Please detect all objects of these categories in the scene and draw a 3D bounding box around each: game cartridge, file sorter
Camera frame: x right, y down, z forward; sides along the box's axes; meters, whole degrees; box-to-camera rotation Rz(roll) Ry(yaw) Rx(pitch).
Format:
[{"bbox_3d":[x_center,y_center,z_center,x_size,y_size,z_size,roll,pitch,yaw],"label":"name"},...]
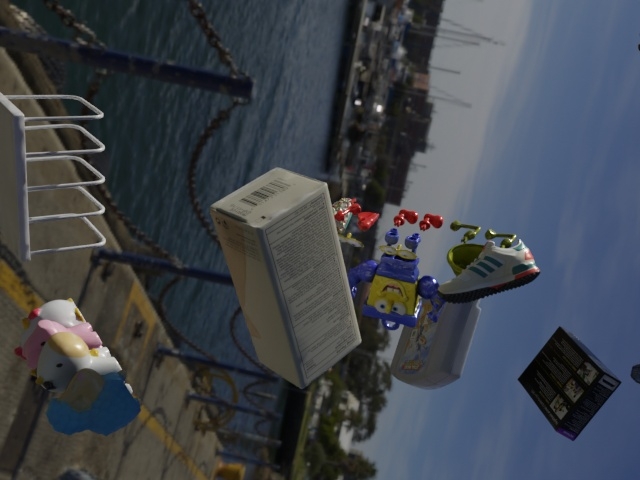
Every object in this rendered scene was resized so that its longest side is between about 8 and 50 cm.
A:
[{"bbox_3d":[0.231,0.210,1.531,0.198,0.062,0.297,-65,-171,-15],"label":"game cartridge"},{"bbox_3d":[-0.521,-0.133,1.413,0.193,0.173,0.277,33,-56,48],"label":"file sorter"}]

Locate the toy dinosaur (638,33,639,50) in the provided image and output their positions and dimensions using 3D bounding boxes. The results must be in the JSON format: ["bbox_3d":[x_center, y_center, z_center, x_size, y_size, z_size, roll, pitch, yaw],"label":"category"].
[{"bbox_3d":[0.330,-0.372,0.778,0.164,0.219,0.321,6,84,-55],"label":"toy dinosaur"}]

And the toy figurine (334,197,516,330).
[{"bbox_3d":[0.179,0.078,1.412,0.191,0.363,0.217,-55,155,-61],"label":"toy figurine"}]

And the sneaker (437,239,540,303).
[{"bbox_3d":[0.251,0.045,1.132,0.057,0.161,0.075,77,-3,-68],"label":"sneaker"}]

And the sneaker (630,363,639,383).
[{"bbox_3d":[0.559,0.165,1.081,0.221,0.083,0.087,-33,-130,45],"label":"sneaker"}]

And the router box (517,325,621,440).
[{"bbox_3d":[0.437,0.249,1.306,0.133,0.046,0.179,-55,-164,13],"label":"router box"}]

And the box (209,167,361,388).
[{"bbox_3d":[-0.047,0.061,1.149,0.148,0.121,0.311,-33,127,-31],"label":"box"}]

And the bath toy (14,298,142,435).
[{"bbox_3d":[-0.411,0.189,1.177,0.348,0.129,0.151,27,-38,55],"label":"bath toy"}]

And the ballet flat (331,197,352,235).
[{"bbox_3d":[0.000,0.000,1.600,0.091,0.077,0.240,-11,-127,60],"label":"ballet flat"}]
